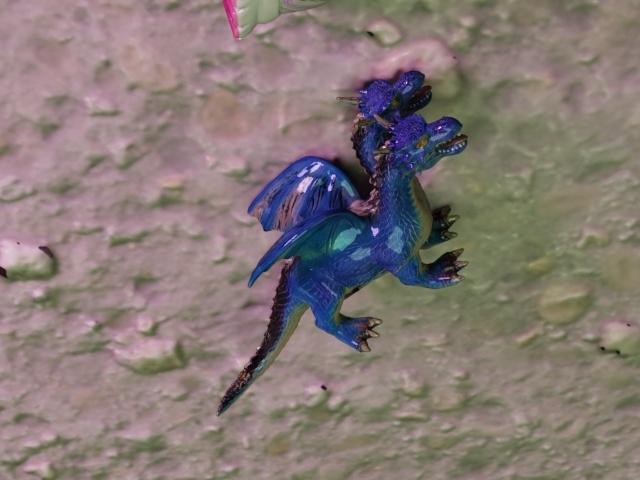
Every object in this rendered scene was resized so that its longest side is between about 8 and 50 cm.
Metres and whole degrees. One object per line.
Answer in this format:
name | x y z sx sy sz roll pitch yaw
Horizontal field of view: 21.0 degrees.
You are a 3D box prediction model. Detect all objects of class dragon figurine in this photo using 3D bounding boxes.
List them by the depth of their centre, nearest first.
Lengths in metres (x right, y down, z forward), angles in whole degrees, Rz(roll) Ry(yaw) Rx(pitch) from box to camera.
dragon figurine | 0.000 0.000 1.174 0.289 0.085 0.144 -34 126 26

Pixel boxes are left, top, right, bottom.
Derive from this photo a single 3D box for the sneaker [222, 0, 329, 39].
sneaker | -0.009 -0.200 0.945 0.111 0.103 0.252 -17 169 -6
